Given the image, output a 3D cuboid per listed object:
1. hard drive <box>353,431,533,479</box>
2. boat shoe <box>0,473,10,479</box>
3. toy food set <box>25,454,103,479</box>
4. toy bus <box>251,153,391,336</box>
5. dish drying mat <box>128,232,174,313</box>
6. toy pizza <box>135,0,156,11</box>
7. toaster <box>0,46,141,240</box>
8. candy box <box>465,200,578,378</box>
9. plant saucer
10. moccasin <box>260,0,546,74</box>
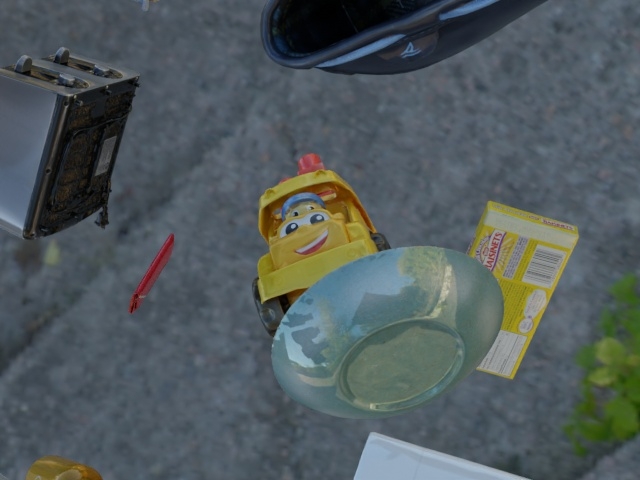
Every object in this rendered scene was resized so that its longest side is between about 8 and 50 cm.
[{"bbox_3d":[0.162,0.269,0.901,0.353,0.047,0.233,16,78,14],"label":"hard drive"},{"bbox_3d":[-0.408,0.273,1.761,0.105,0.306,0.113,-35,27,38],"label":"boat shoe"},{"bbox_3d":[-0.135,0.267,1.171,0.104,0.111,0.232,0,98,62],"label":"toy food set"},{"bbox_3d":[0.000,0.000,1.690,0.149,0.220,0.211,-19,67,6],"label":"toy bus"},{"bbox_3d":[-0.154,0.030,1.496,0.008,0.083,0.032,23,136,6],"label":"dish drying mat"},{"bbox_3d":[-0.065,-0.203,0.724,0.201,0.032,0.201,-177,90,-83],"label":"toy pizza"},{"bbox_3d":[-0.273,-0.093,1.620,0.110,0.168,0.185,23,110,14],"label":"toaster"},{"bbox_3d":[0.199,0.058,1.800,0.027,0.105,0.206,-80,9,-58],"label":"candy box"},{"bbox_3d":[0.059,0.087,1.289,0.195,0.195,0.037,-43,41,22],"label":"plant saucer"},{"bbox_3d":[0.092,-0.159,0.730,0.137,0.117,0.342,55,139,9],"label":"moccasin"}]
